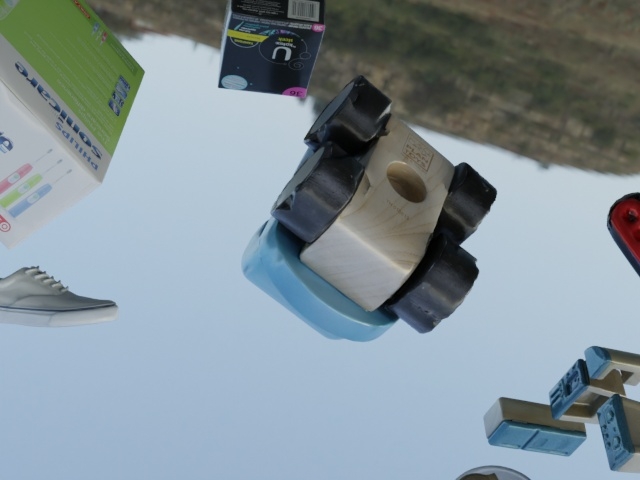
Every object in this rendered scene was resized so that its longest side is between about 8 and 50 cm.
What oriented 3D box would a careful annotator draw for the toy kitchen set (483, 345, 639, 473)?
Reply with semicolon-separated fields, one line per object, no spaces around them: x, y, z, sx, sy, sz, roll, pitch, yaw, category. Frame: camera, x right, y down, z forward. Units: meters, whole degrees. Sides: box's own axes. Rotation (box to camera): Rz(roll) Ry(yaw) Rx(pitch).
0.303;0.236;1.472;0.122;0.207;0.166;11;-133;-17;toy kitchen set

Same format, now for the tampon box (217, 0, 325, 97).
-0.064;-0.274;1.577;0.120;0.161;0.101;6;-120;-7;tampon box

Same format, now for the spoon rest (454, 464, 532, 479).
0.188;0.395;1.395;0.137;0.276;0.084;3;167;25;spoon rest

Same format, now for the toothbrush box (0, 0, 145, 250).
-0.297;-0.157;1.184;0.206;0.122;0.283;49;-162;-23;toothbrush box

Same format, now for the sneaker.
-0.442;0.085;1.906;0.258;0.091;0.094;3;-179;1;sneaker

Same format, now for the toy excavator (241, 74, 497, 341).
0.000;0.000;1.553;0.222;0.445;0.433;38;-141;-11;toy excavator

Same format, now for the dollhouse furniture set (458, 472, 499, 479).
0.214;0.274;1.278;0.161;0.182;0.101;-20;-113;-24;dollhouse furniture set

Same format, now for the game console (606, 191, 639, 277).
0.342;0.122;0.828;0.342;0.060;0.386;54;-161;20;game console
